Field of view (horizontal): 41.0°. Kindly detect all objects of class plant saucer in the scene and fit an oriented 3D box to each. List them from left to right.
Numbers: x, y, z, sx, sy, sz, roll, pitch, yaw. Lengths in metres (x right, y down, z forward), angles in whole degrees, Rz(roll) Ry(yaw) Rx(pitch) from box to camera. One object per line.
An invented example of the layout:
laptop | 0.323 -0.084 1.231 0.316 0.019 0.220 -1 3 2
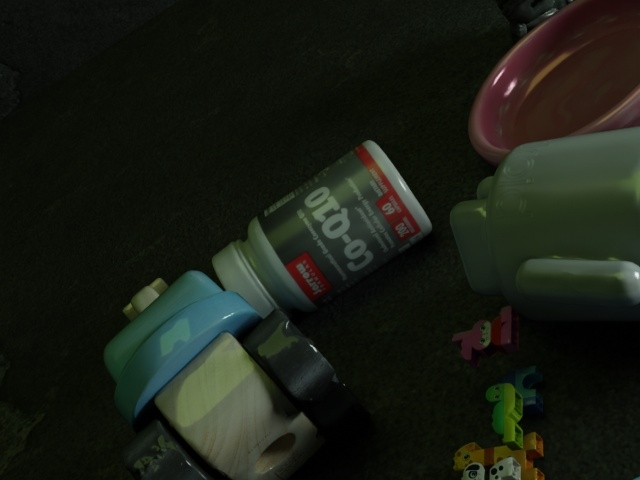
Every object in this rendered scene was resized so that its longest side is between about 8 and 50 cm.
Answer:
plant saucer | 0.359 -0.212 1.170 0.332 0.084 0.332 -35 29 23

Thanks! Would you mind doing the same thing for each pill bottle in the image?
pill bottle | 0.000 0.000 1.210 0.283 0.161 0.161 -35 32 4

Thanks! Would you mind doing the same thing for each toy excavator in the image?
toy excavator | -0.160 0.143 1.091 0.222 0.433 0.445 -42 60 -8

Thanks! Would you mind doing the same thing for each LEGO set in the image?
LEGO set | 0.171 0.193 0.877 0.093 0.087 0.227 -19 43 31

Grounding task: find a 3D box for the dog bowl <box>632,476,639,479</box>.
dog bowl | 0.248 0.303 0.669 0.297 0.074 0.166 -43 32 -11

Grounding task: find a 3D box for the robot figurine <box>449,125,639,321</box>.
robot figurine | 0.314 -0.015 0.890 0.353 0.200 0.300 -5 27 40

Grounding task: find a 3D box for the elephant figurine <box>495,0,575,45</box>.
elephant figurine | 0.327 -0.384 1.335 0.239 0.186 0.169 -23 41 -32
